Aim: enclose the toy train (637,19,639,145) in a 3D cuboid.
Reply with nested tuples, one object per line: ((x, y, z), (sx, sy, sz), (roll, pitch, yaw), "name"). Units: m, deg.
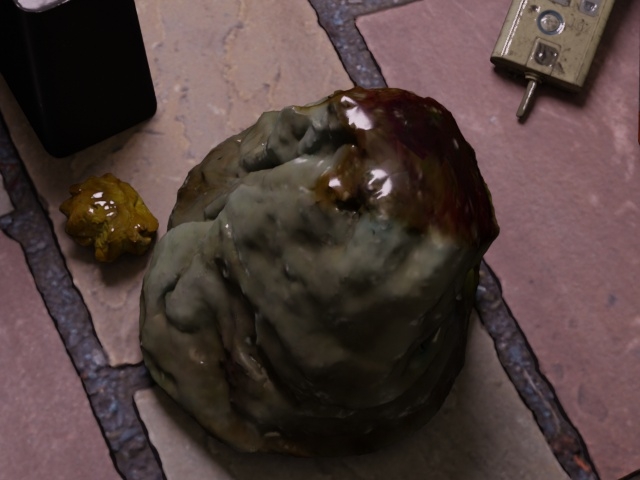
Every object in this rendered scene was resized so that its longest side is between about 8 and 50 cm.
((0.352, -0.230, 1.183), (0.086, 0.089, 0.410), (8, 69, -4), "toy train")

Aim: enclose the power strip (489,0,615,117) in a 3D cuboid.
((0.235, -0.238, 1.180), (0.092, 0.034, 0.268), (22, 83, 2), "power strip")

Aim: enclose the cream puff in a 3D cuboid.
((-0.182, -0.021, 1.071), (0.083, 0.058, 0.083), (-9, 68, -10), "cream puff")

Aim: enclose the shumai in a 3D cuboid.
((0.000, 0.000, 0.970), (0.304, 0.263, 0.309), (-21, 71, -14), "shumai")

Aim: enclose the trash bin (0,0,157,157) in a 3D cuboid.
((-0.227, -0.200, 1.049), (0.115, 0.225, 0.165), (-27, 73, -13), "trash bin")
